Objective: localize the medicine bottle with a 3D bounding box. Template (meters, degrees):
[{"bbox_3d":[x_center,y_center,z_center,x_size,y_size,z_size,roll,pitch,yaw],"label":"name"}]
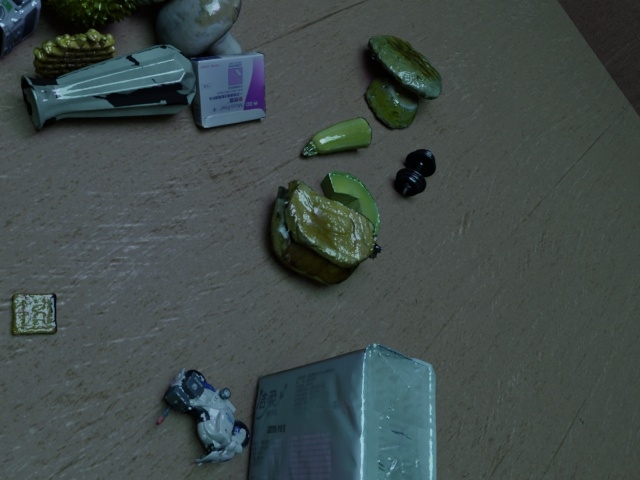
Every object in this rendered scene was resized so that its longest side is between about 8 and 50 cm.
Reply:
[{"bbox_3d":[-0.232,-0.387,1.544,0.201,0.052,0.171,-19,122,-37],"label":"medicine bottle"}]

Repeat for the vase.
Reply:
[{"bbox_3d":[-0.467,-0.342,1.365,0.360,0.165,0.165,-21,83,-33],"label":"vase"}]

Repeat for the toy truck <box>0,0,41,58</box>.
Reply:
[{"bbox_3d":[-0.761,-0.570,1.267,0.367,0.146,0.175,47,57,-11],"label":"toy truck"}]

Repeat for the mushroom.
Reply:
[{"bbox_3d":[-0.284,-0.543,1.535,0.243,0.243,0.243,13,65,-28],"label":"mushroom"}]

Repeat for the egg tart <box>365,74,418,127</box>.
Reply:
[{"bbox_3d":[0.239,-0.449,1.907,0.197,0.078,0.197,16,59,-30],"label":"egg tart"}]

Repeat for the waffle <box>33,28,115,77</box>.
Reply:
[{"bbox_3d":[-0.539,-0.410,1.334,0.191,0.191,0.038,-24,89,-37],"label":"waffle"}]

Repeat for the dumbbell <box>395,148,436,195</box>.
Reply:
[{"bbox_3d":[0.288,-0.206,1.825,0.099,0.099,0.208,42,56,-12],"label":"dumbbell"}]

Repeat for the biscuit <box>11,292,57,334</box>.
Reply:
[{"bbox_3d":[-0.560,0.144,1.185,0.081,0.018,0.083,2,70,-32],"label":"biscuit"}]

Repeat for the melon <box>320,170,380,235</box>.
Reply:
[{"bbox_3d":[0.089,-0.095,1.676,0.118,0.064,0.209,-21,85,-38],"label":"melon"}]

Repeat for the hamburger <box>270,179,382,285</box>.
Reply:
[{"bbox_3d":[0.000,0.000,1.533,0.309,0.132,0.211,30,58,-19],"label":"hamburger"}]

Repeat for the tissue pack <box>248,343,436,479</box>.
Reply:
[{"bbox_3d":[0.033,0.416,1.215,0.205,0.405,0.331,19,62,-29],"label":"tissue pack"}]

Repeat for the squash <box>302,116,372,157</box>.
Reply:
[{"bbox_3d":[0.037,-0.279,1.712,0.224,0.094,0.094,-23,84,-30],"label":"squash"}]

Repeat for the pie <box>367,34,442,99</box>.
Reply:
[{"bbox_3d":[0.275,-0.560,1.922,0.306,0.071,0.306,28,32,-19],"label":"pie"}]

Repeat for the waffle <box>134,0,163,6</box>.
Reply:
[{"bbox_3d":[-0.348,-0.694,1.505,0.056,0.309,0.291,50,45,-39],"label":"waffle"}]

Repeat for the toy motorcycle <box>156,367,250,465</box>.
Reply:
[{"bbox_3d":[-0.238,0.373,1.256,0.221,0.102,0.150,52,32,-8],"label":"toy motorcycle"}]

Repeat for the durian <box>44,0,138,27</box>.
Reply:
[{"bbox_3d":[-0.534,-0.607,1.365,0.225,0.291,0.291,-17,78,8],"label":"durian"}]
